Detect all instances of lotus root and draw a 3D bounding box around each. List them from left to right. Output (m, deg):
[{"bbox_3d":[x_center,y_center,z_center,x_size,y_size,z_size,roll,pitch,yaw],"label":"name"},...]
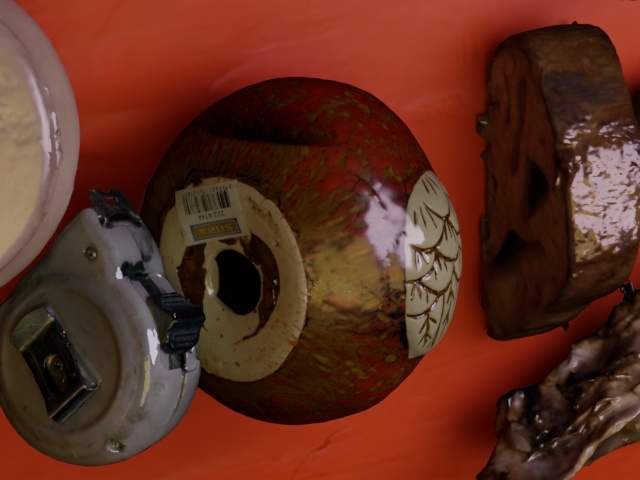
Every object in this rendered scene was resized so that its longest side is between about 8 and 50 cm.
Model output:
[{"bbox_3d":[0.176,-0.029,1.207,0.074,0.170,0.261,-5,106,-18],"label":"lotus root"}]

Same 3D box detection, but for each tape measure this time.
[{"bbox_3d":[-0.210,0.125,1.120,0.330,0.164,0.084,-47,154,24],"label":"tape measure"}]

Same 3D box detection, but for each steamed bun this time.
[{"bbox_3d":[-0.274,-0.068,1.064,0.231,0.145,0.232,-1,97,-10],"label":"steamed bun"}]

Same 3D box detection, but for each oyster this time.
[{"bbox_3d":[0.290,0.083,1.303,0.396,0.111,0.204,-37,160,-1],"label":"oyster"}]

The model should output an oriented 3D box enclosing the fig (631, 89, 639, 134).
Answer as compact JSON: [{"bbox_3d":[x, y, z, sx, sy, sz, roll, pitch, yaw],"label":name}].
[{"bbox_3d":[0.246,-0.027,1.260,0.124,0.124,0.236,32,113,-24],"label":"fig"}]

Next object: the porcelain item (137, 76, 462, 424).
[{"bbox_3d":[0.000,0.000,1.156,0.253,0.253,0.253,-6,111,-14],"label":"porcelain item"}]
